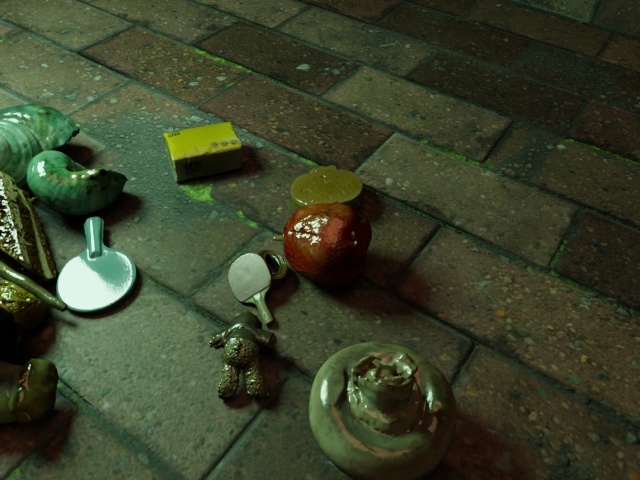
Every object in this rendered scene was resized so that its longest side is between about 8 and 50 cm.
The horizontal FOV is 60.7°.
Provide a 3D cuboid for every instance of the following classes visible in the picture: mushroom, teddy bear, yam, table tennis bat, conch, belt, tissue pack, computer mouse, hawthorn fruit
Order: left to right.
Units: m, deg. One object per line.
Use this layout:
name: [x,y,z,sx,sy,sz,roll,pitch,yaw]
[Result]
mushroom: [-0.584,0.234,0.876,0.333,0.087,0.107,4,45,5]
computer mouse: [-0.557,0.142,0.881,0.122,0.217,0.073,28,64,-15]
yam: [-0.565,0.069,1.015,0.234,0.027,0.029,27,32,8]
conch: [-0.688,-0.212,1.238,0.220,0.195,0.277,-7,8,7]
conch: [-0.542,-0.124,1.191,0.188,0.121,0.176,22,23,17]
table tennis bat: [-0.449,0.046,1.094,0.149,0.038,0.237,-13,53,-13]
tissue pack: [-0.283,-0.218,1.318,0.169,0.082,0.120,-14,48,-16]
teddy bear: [-0.136,0.189,0.945,0.119,0.078,0.160,-3,48,-1]
table tennis bat: [-0.127,0.095,1.058,0.087,0.013,0.156,-32,62,6]
belt: [-0.098,0.057,1.101,0.059,0.036,0.083,-13,49,-23]
hawthorn fruit: [0.015,0.001,1.077,0.173,0.173,0.179,-34,58,-30]
mushroom: [0.097,0.252,0.830,0.227,0.178,0.226,8,44,-8]

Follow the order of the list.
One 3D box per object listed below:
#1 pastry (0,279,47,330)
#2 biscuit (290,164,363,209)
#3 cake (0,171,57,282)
pastry: [-0.544,0.117,0.978,0.097,0.109,0.057,43,59,-21]
biscuit: [0.014,-0.111,1.258,0.170,0.050,0.170,-1,39,1]
cake: [-0.627,0.001,1.077,0.135,0.112,0.246,-29,65,-2]
